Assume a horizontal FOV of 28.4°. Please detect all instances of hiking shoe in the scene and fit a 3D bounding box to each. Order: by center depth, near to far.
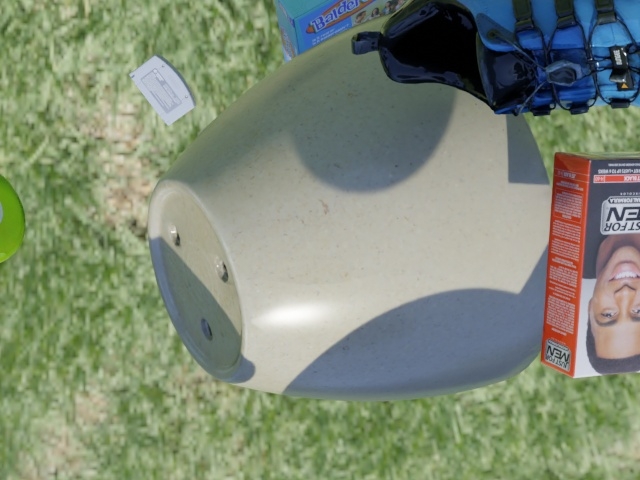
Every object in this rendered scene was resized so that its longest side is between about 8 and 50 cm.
[{"bbox_3d":[0.164,-0.110,0.776,0.132,0.304,0.113,-37,123,-24],"label":"hiking shoe"}]

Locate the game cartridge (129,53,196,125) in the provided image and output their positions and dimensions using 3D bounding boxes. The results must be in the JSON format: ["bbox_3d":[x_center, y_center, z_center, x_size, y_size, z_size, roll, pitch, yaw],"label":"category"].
[{"bbox_3d":[-0.200,-0.195,1.626,0.056,0.017,0.083,-31,103,25],"label":"game cartridge"}]

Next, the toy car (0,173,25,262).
[{"bbox_3d":[-0.237,0.064,0.598,0.155,0.188,0.149,-22,152,39],"label":"toy car"}]

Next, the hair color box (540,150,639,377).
[{"bbox_3d":[0.187,0.014,0.821,0.072,0.043,0.141,-3,101,-23],"label":"hair color box"}]

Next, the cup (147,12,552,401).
[{"bbox_3d":[0.000,0.000,1.040,0.237,0.331,0.331,-19,147,-28],"label":"cup"}]

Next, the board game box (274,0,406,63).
[{"bbox_3d":[0.034,-0.244,1.386,0.160,0.047,0.210,-30,162,-8],"label":"board game box"}]
